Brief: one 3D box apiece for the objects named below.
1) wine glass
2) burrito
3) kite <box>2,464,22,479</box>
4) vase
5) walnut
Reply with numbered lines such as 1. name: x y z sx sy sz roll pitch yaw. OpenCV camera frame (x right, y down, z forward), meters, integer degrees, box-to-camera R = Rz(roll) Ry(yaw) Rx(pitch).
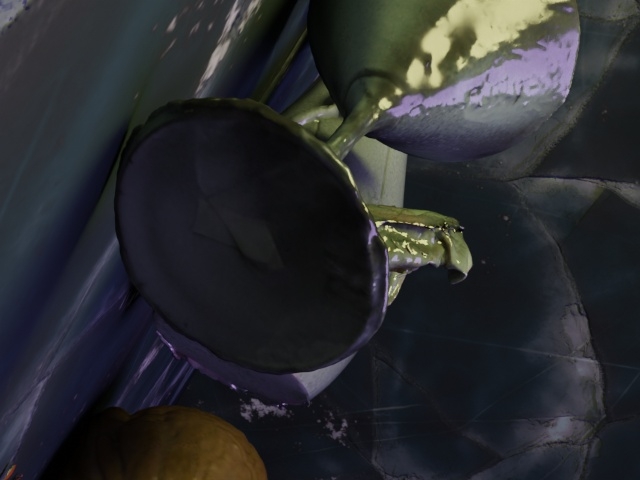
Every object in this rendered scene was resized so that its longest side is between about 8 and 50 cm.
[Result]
1. wine glass: 0.032 -0.092 0.859 0.267 0.267 0.406 -59 176 40
2. burrito: -0.001 -0.003 0.990 0.096 0.309 0.066 -138 -124 -59
3. kite: -0.327 0.275 1.037 0.159 0.010 0.190 -59 180 14
4. vase: 0.001 -0.057 1.186 0.445 0.250 0.250 -62 -179 -20
5. walnut: -0.216 0.355 1.443 0.333 0.333 0.333 -58 179 -1
